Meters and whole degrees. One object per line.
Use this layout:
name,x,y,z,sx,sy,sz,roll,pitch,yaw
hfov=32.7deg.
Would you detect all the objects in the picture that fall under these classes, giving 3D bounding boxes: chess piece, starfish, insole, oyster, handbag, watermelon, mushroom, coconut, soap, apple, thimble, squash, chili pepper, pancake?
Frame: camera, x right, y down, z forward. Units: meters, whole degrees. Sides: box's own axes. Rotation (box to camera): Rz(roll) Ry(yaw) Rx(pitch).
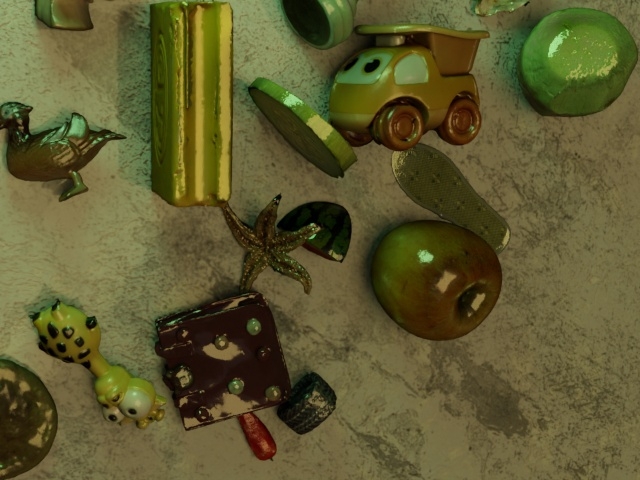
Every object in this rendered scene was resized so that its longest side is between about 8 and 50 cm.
chess piece,0.070,-0.450,1.866,0.271,0.139,0.139,-40,114,-23
starfish,-0.097,0.016,1.896,0.213,0.057,0.238,33,121,5
insole,0.252,-0.079,2.076,0.322,0.007,0.109,40,83,-24
oyster,0.349,-0.475,2.015,0.148,0.051,0.103,-13,117,-13
handbag,-0.169,0.209,1.889,0.216,0.074,0.203,-16,107,-9
watermelon,0.000,0.000,1.937,0.125,0.135,0.094,-16,142,-24
mushroom,-0.334,-0.435,1.656,0.173,0.162,0.236,1,102,-23
coconut,0.470,-0.326,2.020,0.204,0.236,0.236,37,83,8
soap,-0.209,-0.222,1.733,0.096,0.204,0.325,-3,101,-20
apple,0.207,0.064,1.992,0.236,0.207,0.237,-18,125,-28
thimble,-0.024,0.296,1.982,0.104,0.095,0.066,-38,107,26
squash,-0.028,-0.191,1.811,0.041,0.219,0.219,-48,115,-8
chili pepper,-0.124,0.336,1.978,0.045,0.027,0.178,-32,108,-15
pancake,-0.549,0.303,1.768,0.241,0.050,0.242,-4,102,-22

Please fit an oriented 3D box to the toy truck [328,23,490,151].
toy truck,0.154,-0.267,1.885,0.288,0.204,0.212,-6,102,-29

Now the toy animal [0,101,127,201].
toy animal,-0.411,-0.159,1.725,0.188,0.089,0.179,-28,95,-11

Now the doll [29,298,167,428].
doll,-0.369,0.214,1.813,0.117,0.086,0.291,-24,118,25
